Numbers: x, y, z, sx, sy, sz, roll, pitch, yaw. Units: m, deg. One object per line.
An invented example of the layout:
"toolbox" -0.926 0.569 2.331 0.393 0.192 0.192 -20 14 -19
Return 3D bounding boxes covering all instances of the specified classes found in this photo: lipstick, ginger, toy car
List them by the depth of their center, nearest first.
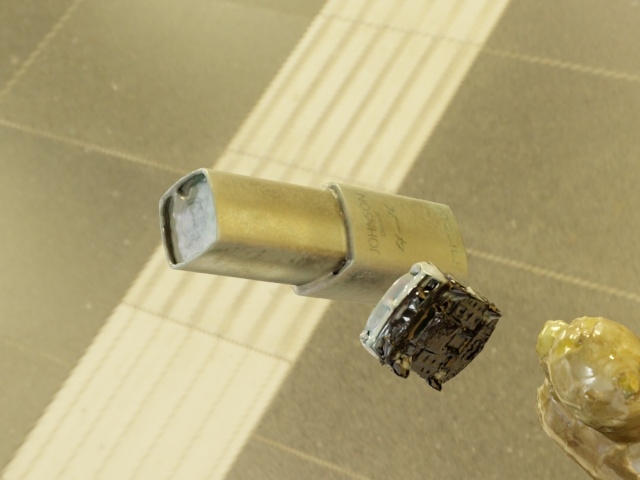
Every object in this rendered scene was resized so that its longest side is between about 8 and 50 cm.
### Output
"toy car" 0.042 0.032 0.473 0.025 0.093 0.041 41 94 23
"ginger" 0.160 0.113 0.504 0.176 0.193 0.052 27 65 24
"lipstick" 0.000 0.000 0.946 0.077 0.252 0.079 -31 63 39
